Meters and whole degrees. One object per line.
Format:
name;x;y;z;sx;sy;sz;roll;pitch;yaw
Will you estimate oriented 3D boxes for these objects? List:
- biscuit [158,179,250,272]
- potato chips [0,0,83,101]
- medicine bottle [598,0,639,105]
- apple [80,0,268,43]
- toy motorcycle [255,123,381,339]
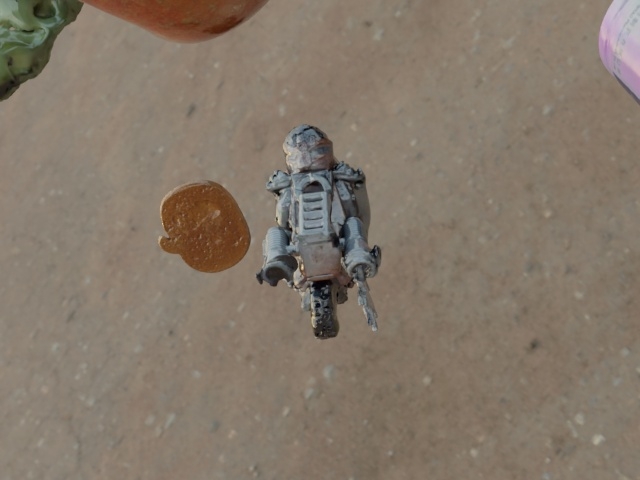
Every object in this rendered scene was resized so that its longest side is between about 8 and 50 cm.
biscuit;-0.106;-0.010;0.881;0.078;0.091;0.015;-22;28;2
potato chips;-0.389;-0.321;0.922;0.097;0.389;0.373;-70;-2;-89
medicine bottle;0.399;-0.153;0.974;0.152;0.152;0.254;-42;42;17
apple;-0.130;-0.287;0.786;0.253;0.253;0.253;-35;33;27
toy motorcycle;0.000;0.000;1.143;0.134;0.207;0.401;-4;30;3
